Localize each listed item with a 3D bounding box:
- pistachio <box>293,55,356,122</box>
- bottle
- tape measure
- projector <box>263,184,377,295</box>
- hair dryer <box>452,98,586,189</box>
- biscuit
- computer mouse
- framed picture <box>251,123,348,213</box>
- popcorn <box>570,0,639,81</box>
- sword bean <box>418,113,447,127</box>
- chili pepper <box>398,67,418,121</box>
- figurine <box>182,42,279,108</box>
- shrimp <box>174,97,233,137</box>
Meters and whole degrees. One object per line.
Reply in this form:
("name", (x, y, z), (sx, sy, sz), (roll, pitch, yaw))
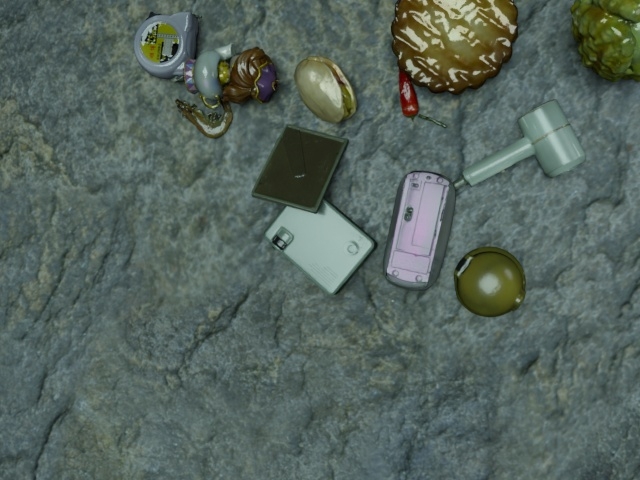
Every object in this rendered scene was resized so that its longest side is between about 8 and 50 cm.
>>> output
("pistachio", (0.014, -0.404, 1.758), (0.200, 0.117, 0.145), (51, 138, 2))
("bottle", (0.393, 0.099, 1.529), (0.171, 0.351, 0.172), (0, 90, 14))
("tape measure", (-0.439, -0.558, 1.877), (0.178, 0.105, 0.196), (10, 93, 7))
("projector", (0.000, 0.000, 1.758), (0.256, 0.099, 0.192), (41, 97, 11))
("hair dryer", (0.468, -0.193, 1.661), (0.357, 0.107, 0.173), (-28, 82, 21))
("biscuit", (0.339, -0.533, 1.681), (0.325, 0.107, 0.326), (0, 92, 12))
("computer mouse", (0.255, -0.026, 1.708), (0.158, 0.072, 0.311), (12, 93, 15))
("framed picture", (-0.053, -0.196, 1.742), (0.188, 0.023, 0.260), (15, 59, 13))
("popcorn", (0.722, -0.497, 1.492), (0.274, 0.335, 0.279), (40, 101, 35))
("sword bean", (0.297, -0.317, 1.734), (0.083, 0.012, 0.012), (25, 95, 14))
("chili pepper", (0.230, -0.403, 1.744), (0.045, 0.027, 0.178), (-10, 85, 14))
("figurine", (-0.236, -0.452, 1.800), (0.263, 0.142, 0.190), (4, 87, 16))
("shrimp", (-0.329, -0.378, 1.878), (0.178, 0.034, 0.124), (42, 96, 9))
